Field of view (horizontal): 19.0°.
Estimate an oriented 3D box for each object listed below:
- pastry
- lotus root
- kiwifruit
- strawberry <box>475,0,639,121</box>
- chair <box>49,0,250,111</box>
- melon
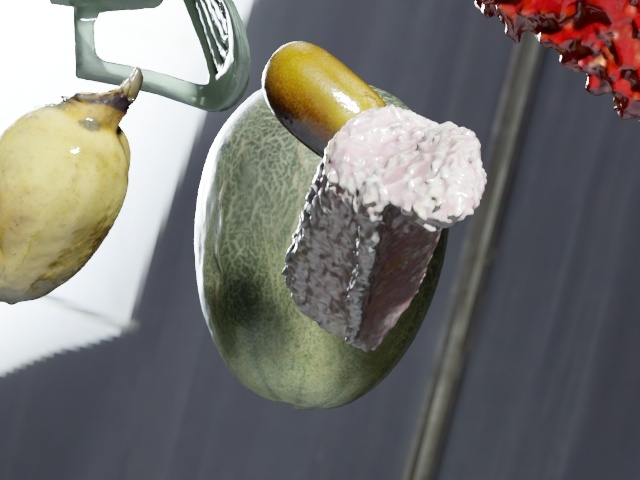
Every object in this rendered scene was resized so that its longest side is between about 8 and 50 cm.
[{"bbox_3d":[0.039,-0.014,1.351,0.112,0.103,0.265,43,-29,7],"label":"pastry"},{"bbox_3d":[-0.208,-0.045,1.497,0.118,0.221,0.125,19,26,-30],"label":"lotus root"},{"bbox_3d":[0.005,-0.107,1.523,0.124,0.075,0.075,45,9,11],"label":"kiwifruit"},{"bbox_3d":[0.253,-0.214,1.388,0.306,0.233,0.137,40,-20,20],"label":"strawberry"},{"bbox_3d":[-0.161,-0.266,1.787,0.190,0.274,0.203,4,-32,-9],"label":"chair"},{"bbox_3d":[0.000,0.000,1.860,0.248,0.329,0.248,7,3,0],"label":"melon"}]
